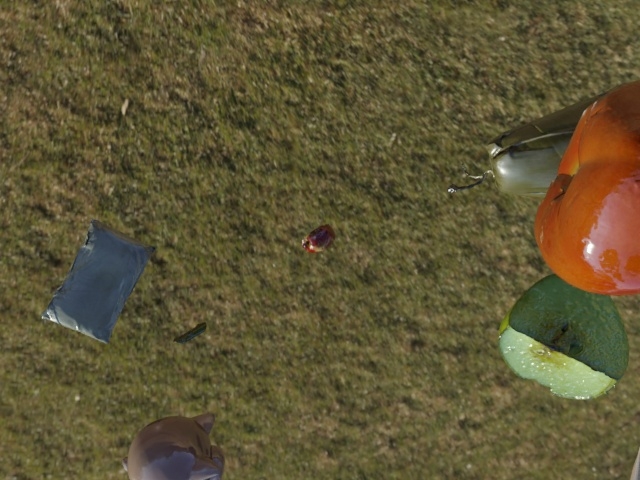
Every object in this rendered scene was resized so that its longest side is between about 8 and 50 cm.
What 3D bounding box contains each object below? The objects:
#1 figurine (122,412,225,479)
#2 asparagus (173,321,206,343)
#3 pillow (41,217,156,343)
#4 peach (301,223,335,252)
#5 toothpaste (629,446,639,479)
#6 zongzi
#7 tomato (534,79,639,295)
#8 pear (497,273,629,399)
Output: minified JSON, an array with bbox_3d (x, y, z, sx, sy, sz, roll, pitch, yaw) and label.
[{"bbox_3d":[-0.200,0.301,0.985,0.138,0.125,0.125,-23,125,-2],"label":"figurine"},{"bbox_3d":[-0.318,0.227,1.758,0.108,0.025,0.021,-29,115,-48],"label":"asparagus"},{"bbox_3d":[-0.455,0.083,1.495,0.148,0.050,0.230,30,80,-24],"label":"pillow"},{"bbox_3d":[0.000,0.000,1.815,0.083,0.050,0.077,-28,156,-38],"label":"peach"},{"bbox_3d":[0.301,0.344,0.712,0.056,0.314,0.058,33,143,-9],"label":"toothpaste"},{"bbox_3d":[0.528,-0.123,1.549,0.447,0.418,0.181,-21,142,2],"label":"zongzi"},{"bbox_3d":[0.367,-0.057,0.852,0.180,0.260,0.260,17,120,5],"label":"tomato"},{"bbox_3d":[0.559,0.203,1.663,0.292,0.292,0.159,-9,150,-9],"label":"pear"}]
